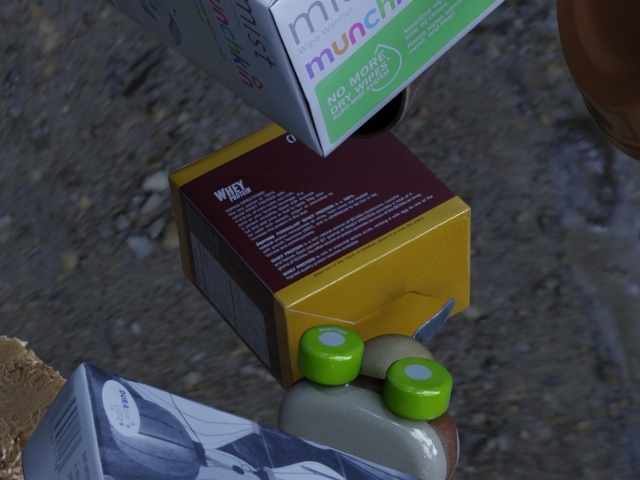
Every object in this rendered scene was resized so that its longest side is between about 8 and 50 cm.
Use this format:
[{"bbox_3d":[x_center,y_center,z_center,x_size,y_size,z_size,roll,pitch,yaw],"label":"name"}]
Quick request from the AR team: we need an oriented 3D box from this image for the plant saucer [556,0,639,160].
[{"bbox_3d":[0.157,-0.132,0.816,0.037,0.200,0.200,8,79,-20],"label":"plant saucer"}]

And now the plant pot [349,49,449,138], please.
[{"bbox_3d":[0.045,-0.226,1.269,0.215,0.215,0.230,47,66,-7],"label":"plant pot"}]

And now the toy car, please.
[{"bbox_3d":[0.068,0.129,1.491,0.149,0.155,0.188,20,32,23],"label":"toy car"}]

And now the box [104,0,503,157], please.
[{"bbox_3d":[0.008,-0.214,0.997,0.262,0.127,0.231,-42,54,-16],"label":"box"}]

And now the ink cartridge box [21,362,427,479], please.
[{"bbox_3d":[0.041,0.168,0.766,0.332,0.165,0.065,23,115,-28],"label":"ink cartridge box"}]

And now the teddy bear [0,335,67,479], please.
[{"bbox_3d":[-0.325,0.232,1.463,0.245,0.113,0.338,25,68,18],"label":"teddy bear"}]

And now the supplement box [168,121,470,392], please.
[{"bbox_3d":[0.000,0.000,1.620,0.191,0.129,0.194,-28,51,-21],"label":"supplement box"}]
